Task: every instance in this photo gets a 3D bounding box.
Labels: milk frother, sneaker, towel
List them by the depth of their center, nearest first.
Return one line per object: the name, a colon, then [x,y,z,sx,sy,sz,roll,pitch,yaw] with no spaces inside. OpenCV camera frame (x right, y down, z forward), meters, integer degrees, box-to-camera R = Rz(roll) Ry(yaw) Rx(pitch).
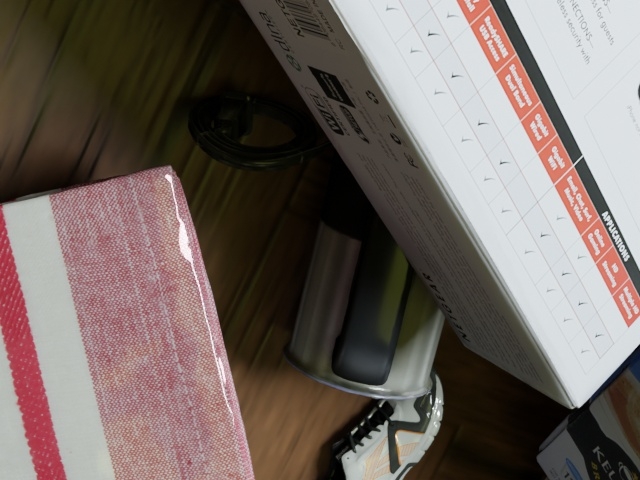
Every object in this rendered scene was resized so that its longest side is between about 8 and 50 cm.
towel: [-0.197,0.114,0.570,0.328,0.037,0.237,-13,94,-4]
milk frother: [0.000,0.000,0.652,0.143,0.129,0.135,18,103,19]
sneaker: [0.034,0.117,0.723,0.043,0.040,0.109,23,98,-24]

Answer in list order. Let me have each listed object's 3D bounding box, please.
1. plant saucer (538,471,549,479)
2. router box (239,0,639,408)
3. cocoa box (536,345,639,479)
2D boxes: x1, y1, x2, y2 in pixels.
plant saucer: [0.197,0.180,0.814,0.168,0.029,0.169,-7,110,-18]
router box: [0.119,-0.145,0.519,0.301,0.082,0.335,-44,126,-13]
cocoa box: [0.339,0.095,0.663,0.347,0.228,0.231,-25,71,-19]
